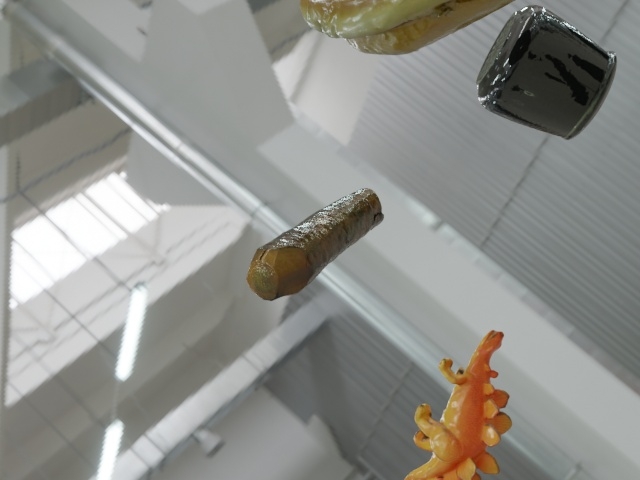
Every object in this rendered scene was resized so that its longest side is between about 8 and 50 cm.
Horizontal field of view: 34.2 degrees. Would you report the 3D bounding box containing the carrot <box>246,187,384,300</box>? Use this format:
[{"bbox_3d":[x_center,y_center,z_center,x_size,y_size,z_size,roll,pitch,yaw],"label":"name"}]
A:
[{"bbox_3d":[0.000,0.000,1.226,0.260,0.070,0.070,-36,-20,-55],"label":"carrot"}]

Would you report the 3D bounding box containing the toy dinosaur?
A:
[{"bbox_3d":[0.171,0.244,1.273,0.070,0.117,0.288,7,-70,-54],"label":"toy dinosaur"}]

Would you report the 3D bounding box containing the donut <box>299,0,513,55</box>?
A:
[{"bbox_3d":[0.153,-0.401,1.209,0.449,0.198,0.449,-32,29,20],"label":"donut"}]

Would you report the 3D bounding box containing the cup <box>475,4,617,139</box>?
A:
[{"bbox_3d":[0.336,-0.252,1.555,0.223,0.177,0.169,-69,3,-72],"label":"cup"}]
